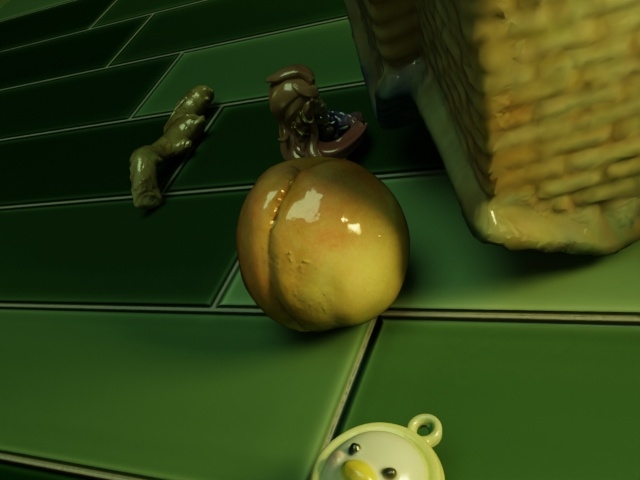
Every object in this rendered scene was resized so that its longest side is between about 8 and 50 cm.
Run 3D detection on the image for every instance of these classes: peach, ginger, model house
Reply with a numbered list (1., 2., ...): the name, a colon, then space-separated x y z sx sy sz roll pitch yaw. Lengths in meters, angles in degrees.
1. peach: 0.000 0.000 0.779 0.184 0.184 0.184 -18 39 15
2. ginger: -0.231 -0.158 1.204 0.089 0.075 0.288 -6 39 21
3. model house: 0.232 -0.229 0.756 0.394 0.400 0.445 -14 46 -1

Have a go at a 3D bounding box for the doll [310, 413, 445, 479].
1. doll: -0.007 0.233 0.559 0.141 0.117 0.296 21 60 41

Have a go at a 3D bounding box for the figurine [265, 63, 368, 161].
1. figurine: -0.017 -0.154 1.002 0.114 0.157 0.126 -51 42 7
